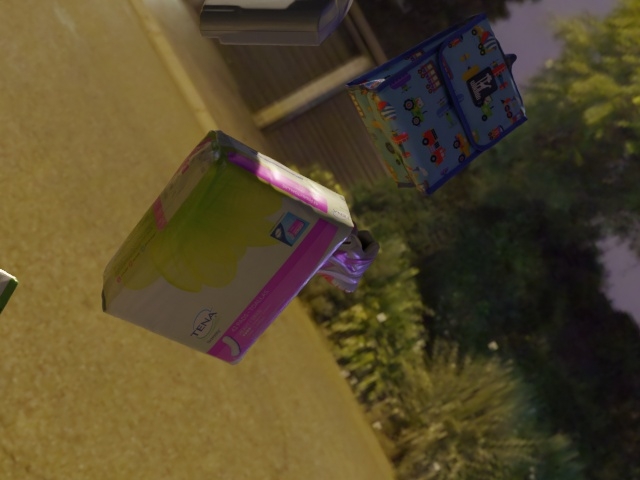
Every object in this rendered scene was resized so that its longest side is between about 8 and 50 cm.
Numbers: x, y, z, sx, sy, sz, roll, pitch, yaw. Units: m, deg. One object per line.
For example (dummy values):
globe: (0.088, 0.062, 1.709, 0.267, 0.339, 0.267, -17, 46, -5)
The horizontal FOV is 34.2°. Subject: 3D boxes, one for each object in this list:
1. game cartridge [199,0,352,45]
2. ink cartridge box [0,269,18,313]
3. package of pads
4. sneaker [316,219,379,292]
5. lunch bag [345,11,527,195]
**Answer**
game cartridge: (-0.047, -0.380, 1.526, 0.297, 0.198, 0.062, -77, 161, -49)
ink cartridge box: (-0.671, 0.089, 1.746, 0.255, 0.188, 0.097, 33, -26, -18)
package of pads: (-0.135, 0.016, 1.411, 0.229, 0.296, 0.101, 27, 26, -28)
sneaker: (0.000, 0.000, 1.706, 0.252, 0.111, 0.103, 16, 30, -49)
lunch bag: (0.232, -0.255, 1.879, 0.221, 0.293, 0.138, 61, -13, -20)
